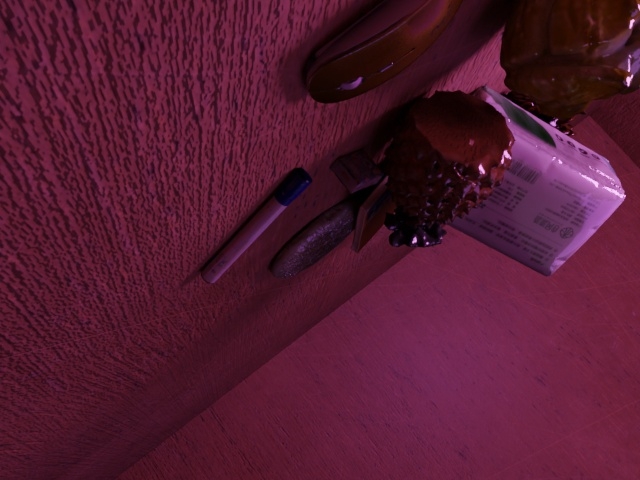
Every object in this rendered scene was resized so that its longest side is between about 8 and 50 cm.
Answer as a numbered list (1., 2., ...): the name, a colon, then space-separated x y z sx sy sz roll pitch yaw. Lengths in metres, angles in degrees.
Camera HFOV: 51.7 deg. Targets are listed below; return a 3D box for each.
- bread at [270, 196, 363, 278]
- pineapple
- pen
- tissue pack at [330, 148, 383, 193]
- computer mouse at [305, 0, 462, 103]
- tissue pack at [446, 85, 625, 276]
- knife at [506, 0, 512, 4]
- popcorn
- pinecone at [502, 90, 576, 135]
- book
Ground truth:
1. bread: 0.000 0.000 1.489 0.267 0.040 0.267 -38 169 -9
2. pineapple: 0.203 -0.096 1.238 0.222 0.223 0.357 -32 160 -30
3. pen: -0.109 -0.018 1.080 0.269 0.033 0.033 -45 168 25
4. tissue pack: 0.066 -0.121 1.154 0.083 0.063 0.035 -27 166 -50
5. computer mouse: 0.089 -0.242 0.774 0.245 0.056 0.126 -37 168 -4
6. tissue pack: 0.417 -0.122 1.425 0.266 0.356 0.194 -55 -165 32
7. knife: 0.345 -0.432 0.944 0.035 0.018 0.247 -37 173 -37
8. popcorn: 0.404 -0.317 1.028 0.276 0.226 0.276 -7 179 0
9. pinecone: 0.493 -0.218 1.599 0.246 0.292 0.246 -7 -164 2
10. book: 0.171 -0.112 1.519 0.262 0.028 0.374 -47 170 -11
